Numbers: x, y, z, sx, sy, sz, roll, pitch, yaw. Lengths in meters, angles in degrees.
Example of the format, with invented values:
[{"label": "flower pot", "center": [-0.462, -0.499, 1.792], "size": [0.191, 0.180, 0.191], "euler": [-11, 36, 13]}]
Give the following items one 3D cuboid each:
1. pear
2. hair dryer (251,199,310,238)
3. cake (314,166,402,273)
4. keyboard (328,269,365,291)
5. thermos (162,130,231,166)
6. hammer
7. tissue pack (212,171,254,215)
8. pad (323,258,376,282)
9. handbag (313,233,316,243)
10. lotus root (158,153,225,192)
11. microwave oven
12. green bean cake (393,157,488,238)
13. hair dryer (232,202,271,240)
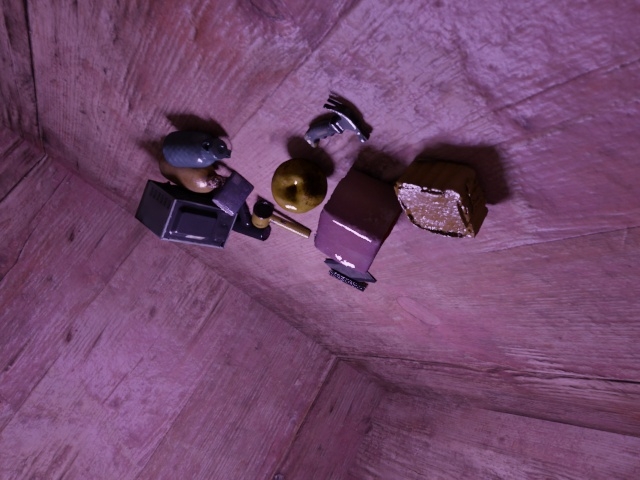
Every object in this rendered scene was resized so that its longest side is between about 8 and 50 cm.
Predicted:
[{"label": "pear", "center": [-0.071, -0.192, 1.737], "size": [0.197, 0.197, 0.197], "euler": [26, 157, 12]}, {"label": "hair dryer", "center": [-0.176, -0.075, 2.237], "size": [0.279, 0.090, 0.135], "euler": [25, 157, -1]}, {"label": "cake", "center": [0.130, -0.064, 1.676], "size": [0.230, 0.237, 0.309], "euler": [28, 156, 6]}, {"label": "keyboard", "center": [0.127, 0.201, 2.445], "size": [0.196, 0.015, 0.074], "euler": [27, 155, 7]}, {"label": "thermos", "center": [-0.469, -0.352, 1.951], "size": [0.286, 0.145, 0.182], "euler": [10, -179, 38]}, {"label": "hammer", "center": [0.028, -0.337, 1.492], "size": [0.159, 0.041, 0.226], "euler": [42, 155, -25]}, {"label": "tissue pack", "center": [-0.369, -0.197, 2.110], "size": [0.112, 0.156, 0.051], "euler": [41, 160, -24]}, {"label": "pad", "center": [0.138, 0.144, 2.371], "size": [0.233, 0.022, 0.174], "euler": [-2, 140, 50]}, {"label": "handbag", "center": [0.000, 0.000, 2.205], "size": [0.072, 0.047, 0.111], "euler": [23, 156, 5]}, {"label": "lotus root", "center": [-0.552, -0.289, 2.148], "size": [0.343, 0.151, 0.169], "euler": [25, 159, 25]}, {"label": "microwave oven", "center": [-0.602, -0.127, 2.272], "size": [0.286, 0.218, 0.355], "euler": [30, -169, 39]}, {"label": "green bean cake", "center": [0.351, -0.121, 1.429], "size": [0.230, 0.131, 0.224], "euler": [14, 150, 40]}, {"label": "hair dryer", "center": [-0.356, -0.110, 2.382], "size": [0.197, 0.089, 0.251], "euler": [21, 149, 23]}]
